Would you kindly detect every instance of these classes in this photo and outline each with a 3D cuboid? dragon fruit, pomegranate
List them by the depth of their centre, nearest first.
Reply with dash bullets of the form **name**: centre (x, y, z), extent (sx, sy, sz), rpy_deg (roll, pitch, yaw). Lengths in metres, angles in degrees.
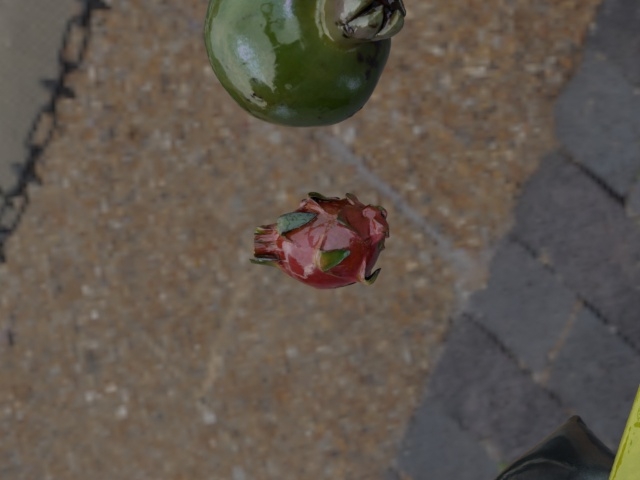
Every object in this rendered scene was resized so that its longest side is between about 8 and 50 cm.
- **dragon fruit**: centre (-0.002, 0.000, 1.333), extent (0.086, 0.116, 0.081), rpy_deg (-156, 64, -88)
- **pomegranate**: centre (-0.016, -0.203, 1.479), extent (0.179, 0.179, 0.210), rpy_deg (63, 156, 19)

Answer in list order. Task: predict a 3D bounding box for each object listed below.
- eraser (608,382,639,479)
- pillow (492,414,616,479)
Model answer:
- **eraser**: centre (0.344, 0.155, 1.363), extent (0.158, 0.069, 0.226), rpy_deg (7, 68, 41)
- **pillow**: centre (0.226, 0.288, 1.628), extent (0.186, 0.250, 0.106), rpy_deg (34, 155, 48)
